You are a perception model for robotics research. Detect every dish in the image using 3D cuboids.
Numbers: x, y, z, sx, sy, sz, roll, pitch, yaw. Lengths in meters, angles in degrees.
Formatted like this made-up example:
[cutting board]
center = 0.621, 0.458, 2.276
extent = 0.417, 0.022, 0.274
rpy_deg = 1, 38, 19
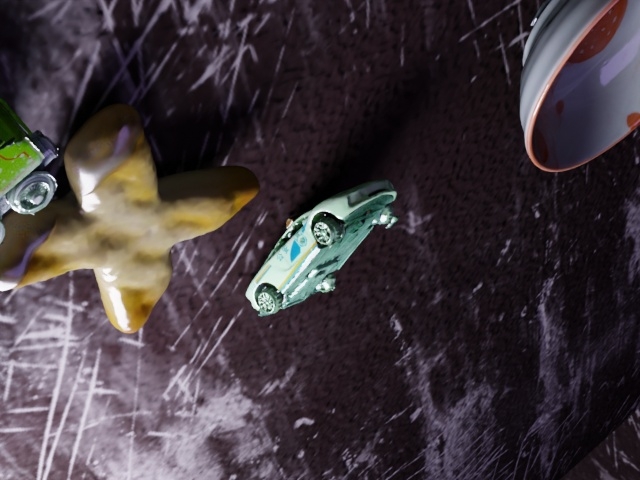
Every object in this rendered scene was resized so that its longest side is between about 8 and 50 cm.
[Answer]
[dish]
center = 0.266, -0.190, 1.426
extent = 0.260, 0.085, 0.260
rpy_deg = -33, 153, -20

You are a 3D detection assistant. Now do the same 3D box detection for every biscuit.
[biscuit]
center = -0.145, -0.014, 1.109
extent = 0.164, 0.047, 0.208
rpy_deg = -47, 155, 7

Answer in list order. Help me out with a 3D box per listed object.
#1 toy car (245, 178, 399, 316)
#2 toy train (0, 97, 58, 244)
[toy car]
center = 0.000, 0.000, 1.341
extent = 0.093, 0.058, 0.186
rpy_deg = -19, 157, -45
[toy train]
center = -0.253, -0.005, 0.946
extent = 0.202, 0.060, 0.081
rpy_deg = -42, 148, -6
